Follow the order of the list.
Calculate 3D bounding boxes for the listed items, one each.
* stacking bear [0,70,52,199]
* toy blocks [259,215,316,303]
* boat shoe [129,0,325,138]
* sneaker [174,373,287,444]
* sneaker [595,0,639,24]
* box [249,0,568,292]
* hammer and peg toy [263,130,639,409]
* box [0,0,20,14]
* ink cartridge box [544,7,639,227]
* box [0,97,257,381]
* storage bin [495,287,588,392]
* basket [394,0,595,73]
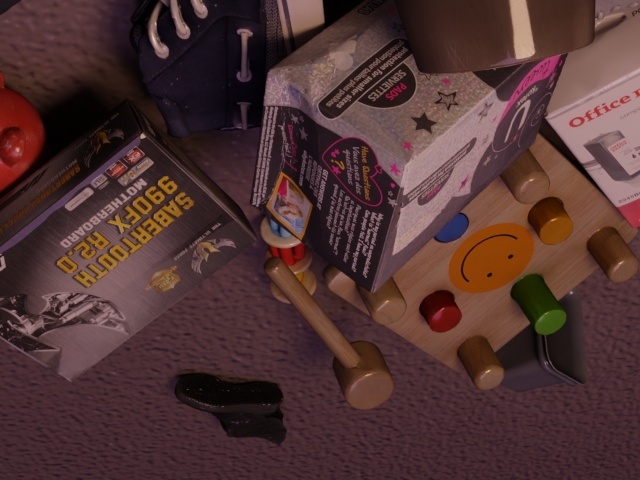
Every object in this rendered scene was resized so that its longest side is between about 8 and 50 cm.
[{"bbox_3d":[-0.350,-0.025,1.145,0.164,0.175,0.289,18,126,-40],"label":"stacking bear"},{"bbox_3d":[0.000,0.000,1.313,0.123,0.054,0.148,-7,142,-1],"label":"toy blocks"},{"bbox_3d":[-0.083,-0.197,0.981,0.158,0.127,0.340,-12,145,-1],"label":"boat shoe"},{"bbox_3d":[-0.113,0.217,1.568,0.170,0.051,0.089,8,135,-25],"label":"sneaker"},{"bbox_3d":[0.265,-0.221,1.071,0.228,0.086,0.132,7,145,-3],"label":"sneaker"},{"bbox_3d":[0.079,-0.108,1.018,0.247,0.142,0.163,-42,158,-34],"label":"box"},{"bbox_3d":[0.126,0.045,1.272,0.361,0.127,0.266,-41,133,15],"label":"hammer and peg toy"},{"bbox_3d":[-0.323,-0.261,0.743,0.395,0.212,0.293,-27,154,23],"label":"box"},{"bbox_3d":[0.316,-0.125,1.184,0.158,0.092,0.218,-28,136,22],"label":"ink cartridge box"},{"bbox_3d":[-0.200,0.007,1.110,0.231,0.056,0.183,-37,136,7],"label":"box"},{"bbox_3d":[0.252,0.113,1.451,0.091,0.135,0.098,-24,141,37],"label":"storage bin"},{"bbox_3d":[0.113,-0.240,0.863,0.204,0.154,0.227,-13,104,-5],"label":"basket"}]
